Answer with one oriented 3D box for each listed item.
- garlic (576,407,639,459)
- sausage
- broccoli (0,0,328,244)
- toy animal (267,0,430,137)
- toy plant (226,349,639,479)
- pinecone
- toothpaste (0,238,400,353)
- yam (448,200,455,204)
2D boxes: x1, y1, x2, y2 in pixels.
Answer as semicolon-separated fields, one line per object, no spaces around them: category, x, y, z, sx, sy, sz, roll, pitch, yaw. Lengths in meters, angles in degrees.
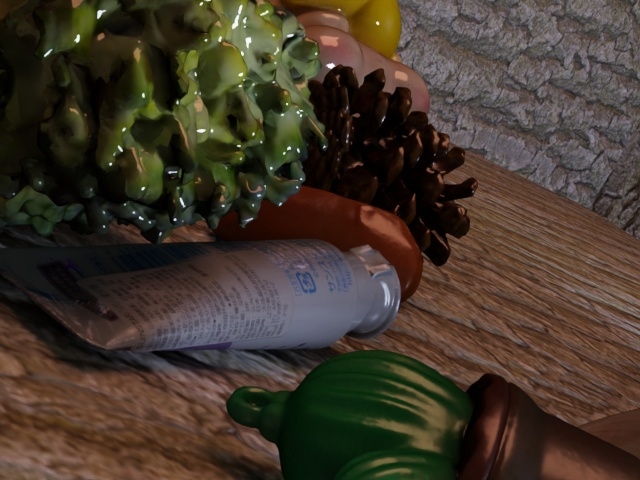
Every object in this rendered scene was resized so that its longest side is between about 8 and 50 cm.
garlic;0.231;0.165;0.830;0.266;0.129;0.148;22;-6;31
sausage;0.000;0.000;0.995;0.179;0.089;0.089;22;8;17
broccoli;-0.169;-0.113;0.737;0.334;0.324;0.272;24;-36;30
toy animal;-0.024;-0.173;1.314;0.345;0.277;0.247;26;24;-31
toy plant;0.047;0.111;0.566;0.200;0.105;0.143;12;22;6
pinecone;0.044;-0.052;1.120;0.212;0.168;0.186;42;11;-34
toothpaste;-0.062;0.033;0.750;0.114;0.073;0.299;34;19;35
yam;0.092;-0.054;1.507;0.127;0.084;0.084;27;10;-31
